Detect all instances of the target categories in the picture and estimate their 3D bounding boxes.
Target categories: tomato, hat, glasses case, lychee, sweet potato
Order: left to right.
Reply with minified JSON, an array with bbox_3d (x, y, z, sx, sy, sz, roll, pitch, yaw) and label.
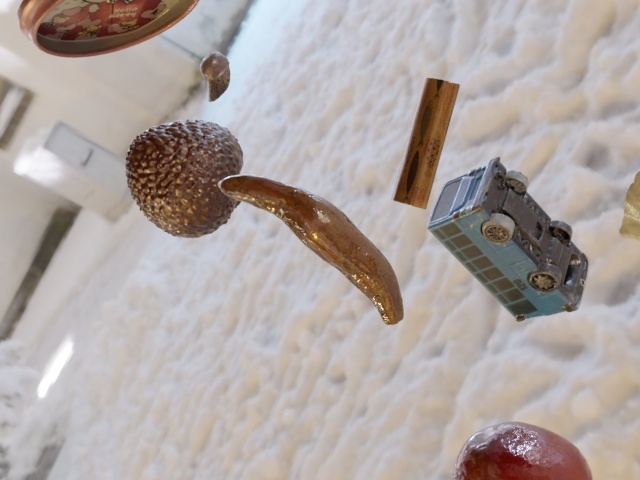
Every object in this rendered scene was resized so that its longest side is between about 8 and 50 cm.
[{"bbox_3d":[-0.202,-0.093,1.572,0.194,0.194,0.194,-53,19,27],"label":"lychee"},{"bbox_3d":[-0.179,-0.273,1.709,0.058,0.042,0.087,-10,64,52],"label":"hat"},{"bbox_3d":[0.002,-0.007,1.131,0.058,0.255,0.078,-53,0,-42],"label":"sweet potato"},{"bbox_3d":[0.137,-0.129,1.373,0.064,0.041,0.170,-147,72,-75],"label":"glasses case"},{"bbox_3d":[0.287,0.358,1.589,0.233,0.140,0.200,-20,18,40],"label":"tomato"}]

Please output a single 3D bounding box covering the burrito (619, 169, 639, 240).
[{"bbox_3d":[0.448,0.005,0.841,0.076,0.392,0.117,-28,-45,-65],"label":"burrito"}]

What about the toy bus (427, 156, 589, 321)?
[{"bbox_3d":[0.275,0.007,1.501,0.133,0.234,0.116,-24,31,43],"label":"toy bus"}]

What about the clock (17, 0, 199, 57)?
[{"bbox_3d":[-0.259,-0.303,1.290,0.244,0.244,0.056,-34,75,58],"label":"clock"}]
